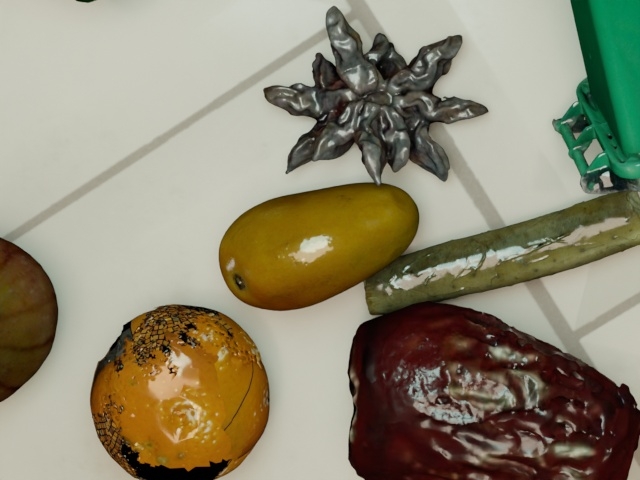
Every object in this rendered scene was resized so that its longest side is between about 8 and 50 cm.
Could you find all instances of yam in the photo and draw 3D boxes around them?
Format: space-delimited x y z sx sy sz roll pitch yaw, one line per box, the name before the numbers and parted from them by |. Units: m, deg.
yam | 0.232 0.020 1.854 0.371 0.083 0.083 -18 94 7

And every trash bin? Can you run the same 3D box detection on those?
trash bin | 0.378 -0.270 1.671 0.295 0.259 0.381 -20 119 8

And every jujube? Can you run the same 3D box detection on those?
jujube | 0.199 0.222 1.803 0.377 0.258 0.258 21 97 10

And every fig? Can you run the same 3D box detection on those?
fig | -0.455 0.100 1.865 0.235 0.214 0.235 10 116 21

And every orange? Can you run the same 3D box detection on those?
orange | -0.176 0.198 1.862 0.234 0.182 0.234 -1 94 -8

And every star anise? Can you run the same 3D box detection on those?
star anise | 0.070 -0.167 1.832 0.283 0.129 0.212 10 85 -6

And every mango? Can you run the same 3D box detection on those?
mango | -0.003 0.004 1.818 0.254 0.175 0.139 -19 109 10

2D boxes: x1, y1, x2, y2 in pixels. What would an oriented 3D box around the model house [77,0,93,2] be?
model house | -0.281 -0.553 1.696 0.342 0.334 0.382 -36 67 2
